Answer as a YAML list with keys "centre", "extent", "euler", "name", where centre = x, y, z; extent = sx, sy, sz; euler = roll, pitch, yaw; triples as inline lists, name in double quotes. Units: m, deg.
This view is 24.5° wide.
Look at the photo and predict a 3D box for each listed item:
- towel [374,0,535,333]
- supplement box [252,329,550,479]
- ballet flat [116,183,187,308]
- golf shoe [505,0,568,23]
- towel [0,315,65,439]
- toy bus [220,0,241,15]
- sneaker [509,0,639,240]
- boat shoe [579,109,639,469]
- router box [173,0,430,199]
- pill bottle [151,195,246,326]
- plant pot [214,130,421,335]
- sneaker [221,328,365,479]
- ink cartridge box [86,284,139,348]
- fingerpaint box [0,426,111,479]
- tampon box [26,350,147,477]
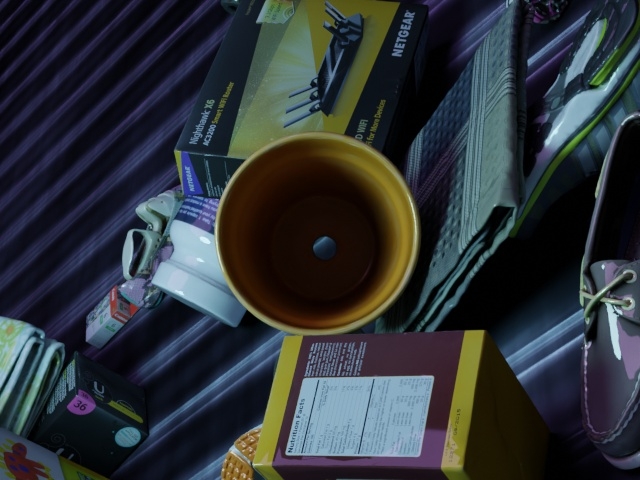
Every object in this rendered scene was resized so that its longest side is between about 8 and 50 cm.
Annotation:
- centre: [0.145, -0.049, 1.543]
  extent: [0.312, 0.056, 0.324]
  euler: [124, 163, -46]
  name: "towel"
- centre: [0.076, 0.182, 1.297]
  extent: [0.194, 0.191, 0.129]
  euler: [-3, 56, 26]
  name: "supplement box"
- centre: [-0.244, -0.007, 2.175]
  extent: [0.077, 0.079, 0.221]
  euler: [-19, 46, 51]
  name: "ballet flat"
- centre: [0.271, -0.339, 1.707]
  extent: [0.186, 0.067, 0.086]
  euler: [-58, 27, -1]
  name: "golf shoe"
- centre: [-0.548, 0.244, 2.010]
  extent: [0.374, 0.090, 0.321]
  euler: [7, 62, 35]
  name: "towel"
- centre: [-0.061, -0.424, 2.232]
  extent: [0.211, 0.220, 0.149]
  euler: [12, 76, 26]
  name: "toy bus"
- centre: [0.269, -0.101, 1.434]
  extent: [0.111, 0.121, 0.300]
  euler: [-83, 18, -45]
  name: "sneaker"
- centre: [0.275, 0.037, 1.291]
  extent: [0.116, 0.096, 0.324]
  euler: [-16, 49, 51]
  name: "boat shoe"
- centre: [-0.014, -0.173, 1.791]
  extent: [0.243, 0.081, 0.309]
  euler: [7, 49, 13]
  name: "router box"
- centre: [-0.100, -0.031, 1.892]
  extent: [0.153, 0.153, 0.265]
  euler: [13, 73, 61]
  name: "pill bottle"
- centre: [0.000, 0.000, 1.548]
  extent: [0.205, 0.205, 0.188]
  euler: [-59, -4, -3]
  name: "plant pot"
- centre: [-0.014, 0.201, 1.610]
  extent: [0.099, 0.121, 0.262]
  euler: [38, 120, 19]
  name: "sneaker"
- centre: [-0.308, 0.103, 2.216]
  extent: [0.115, 0.029, 0.063]
  euler: [-45, 30, 23]
  name: "ink cartridge box"
- centre: [-0.345, 0.378, 1.641]
  extent: [0.163, 0.371, 0.445]
  euler: [-54, 29, 6]
  name: "fingerpaint box"
- centre: [-0.331, 0.257, 2.001]
  extent: [0.161, 0.120, 0.101]
  euler: [-47, 29, 20]
  name: "tampon box"
